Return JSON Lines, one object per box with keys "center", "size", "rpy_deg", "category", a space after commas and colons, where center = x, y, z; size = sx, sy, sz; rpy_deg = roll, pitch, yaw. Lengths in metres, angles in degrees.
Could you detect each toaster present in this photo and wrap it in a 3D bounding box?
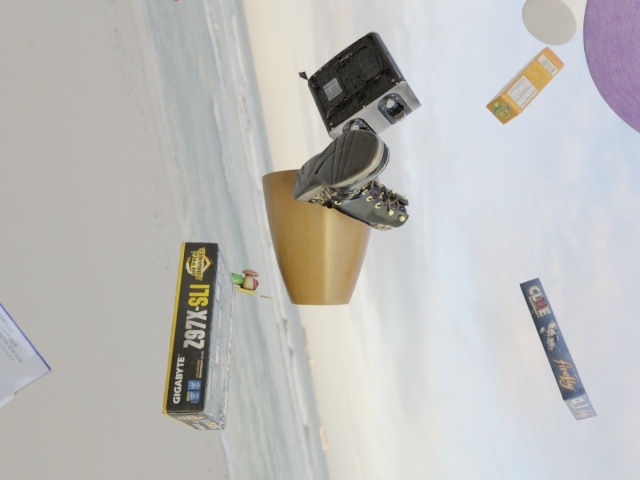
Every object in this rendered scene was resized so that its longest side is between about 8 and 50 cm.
{"center": [0.075, -0.278, 1.000], "size": [0.110, 0.168, 0.185], "rpy_deg": [34, 30, -52], "category": "toaster"}

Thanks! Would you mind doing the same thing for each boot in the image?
{"center": [0.080, -0.085, 0.835], "size": [0.236, 0.179, 0.085], "rpy_deg": [-16, -123, 60], "category": "boot"}

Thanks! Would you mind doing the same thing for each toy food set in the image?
{"center": [-0.240, 0.112, 1.556], "size": [0.128, 0.218, 0.071], "rpy_deg": [162, -57, -76], "category": "toy food set"}

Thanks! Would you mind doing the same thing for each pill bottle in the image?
{"center": [0.600, -0.591, 1.225], "size": [0.161, 0.283, 0.161], "rpy_deg": [39, -12, 10], "category": "pill bottle"}

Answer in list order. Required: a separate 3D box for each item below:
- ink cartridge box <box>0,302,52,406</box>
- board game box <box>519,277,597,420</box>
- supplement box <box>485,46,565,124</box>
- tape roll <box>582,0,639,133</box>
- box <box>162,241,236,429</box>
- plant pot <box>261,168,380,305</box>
{"center": [-0.438, 0.071, 0.485], "size": [0.303, 0.072, 0.307], "rpy_deg": [54, 4, -3], "category": "ink cartridge box"}
{"center": [0.470, 0.214, 1.060], "size": [0.165, 0.042, 0.243], "rpy_deg": [43, 31, -48], "category": "board game box"}
{"center": [0.550, -0.415, 1.436], "size": [0.080, 0.233, 0.078], "rpy_deg": [48, -19, -2], "category": "supplement box"}
{"center": [0.329, -0.172, 0.350], "size": [0.274, 0.275, 0.090], "rpy_deg": [85, 27, -57], "category": "tape roll"}
{"center": [-0.230, 0.198, 1.068], "size": [0.257, 0.080, 0.321], "rpy_deg": [95, -5, -65], "category": "box"}
{"center": [0.000, 0.000, 1.071], "size": [0.237, 0.237, 0.254], "rpy_deg": [129, -38, -85], "category": "plant pot"}
